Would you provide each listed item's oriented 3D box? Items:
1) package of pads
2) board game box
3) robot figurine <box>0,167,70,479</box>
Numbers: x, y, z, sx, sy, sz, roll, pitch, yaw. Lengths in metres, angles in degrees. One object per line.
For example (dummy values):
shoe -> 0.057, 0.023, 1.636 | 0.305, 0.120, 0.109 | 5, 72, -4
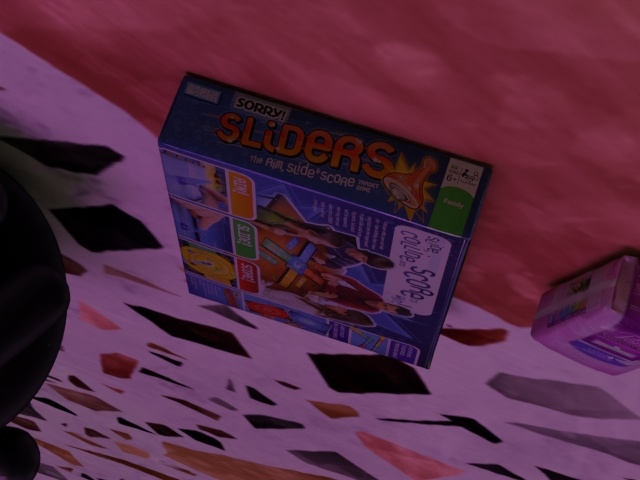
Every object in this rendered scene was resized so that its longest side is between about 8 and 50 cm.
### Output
package of pads -> 0.135, 0.035, 0.663 | 0.050, 0.032, 0.083 | 21, 161, -12
board game box -> 0.000, 0.000, 0.690 | 0.136, 0.035, 0.201 | 18, 160, 5
robot figurine -> -0.247, 0.034, 0.820 | 0.174, 0.209, 0.278 | 6, 170, -35
